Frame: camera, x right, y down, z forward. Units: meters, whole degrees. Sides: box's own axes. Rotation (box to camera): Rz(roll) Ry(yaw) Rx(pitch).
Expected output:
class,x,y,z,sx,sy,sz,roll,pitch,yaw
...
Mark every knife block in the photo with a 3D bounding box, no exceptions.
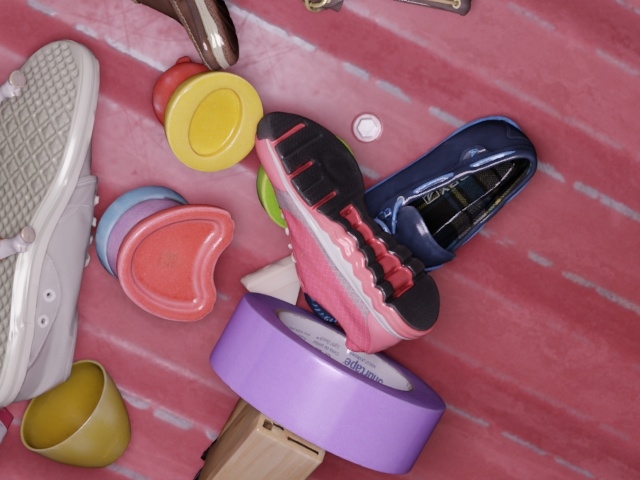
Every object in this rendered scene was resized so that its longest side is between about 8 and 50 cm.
class,x,y,z,sx,sy,sz,roll,pitch,yaw
knife block,-0.099,0.303,1.626,0.088,0.275,0.242,27,90,-9

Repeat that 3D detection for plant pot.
class,x,y,z,sx,sy,sz,roll,pitch,yaw
plant pot,-0.293,0.231,1.679,0.134,0.134,0.095,-38,125,4

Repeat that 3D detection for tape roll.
class,x,y,z,sx,sy,sz,roll,pitch,yaw
tape roll,0.009,0.166,1.588,0.275,0.275,0.090,27,96,-8

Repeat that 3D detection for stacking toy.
class,x,y,z,sx,sy,sz,roll,pitch,yaw
stacking toy,-0.123,-0.058,1.660,0.279,0.130,0.309,16,105,-34

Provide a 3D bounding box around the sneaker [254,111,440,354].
class,x,y,z,sx,sy,sz,roll,pitch,yaw
sneaker,0.000,0.001,1.557,0.136,0.116,0.314,-37,84,40

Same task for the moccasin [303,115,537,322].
class,x,y,z,sx,sy,sz,roll,pitch,yaw
moccasin,0.115,-0.024,1.639,0.342,0.117,0.138,-45,117,6

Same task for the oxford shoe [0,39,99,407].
class,x,y,z,sx,sy,sz,roll,pitch,yaw
oxford shoe,-0.337,-0.018,1.627,0.130,0.169,0.449,8,94,-49

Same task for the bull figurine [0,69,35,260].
class,x,y,z,sx,sy,sz,roll,pitch,yaw
bull figurine,-0.431,-0.110,1.558,0.188,0.101,0.310,-4,94,37

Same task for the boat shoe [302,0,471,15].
class,x,y,z,sx,sy,sz,roll,pitch,yaw
boat shoe,0.026,-0.319,1.593,0.324,0.116,0.097,0,98,-10

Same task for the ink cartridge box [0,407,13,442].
class,x,y,z,sx,sy,sz,roll,pitch,yaw
ink cartridge box,-0.472,0.213,1.596,0.100,0.237,0.172,-38,101,4

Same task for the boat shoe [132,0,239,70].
class,x,y,z,sx,sy,sz,roll,pitch,yaw
boat shoe,-0.173,-0.294,1.559,0.095,0.095,0.257,-25,64,7
